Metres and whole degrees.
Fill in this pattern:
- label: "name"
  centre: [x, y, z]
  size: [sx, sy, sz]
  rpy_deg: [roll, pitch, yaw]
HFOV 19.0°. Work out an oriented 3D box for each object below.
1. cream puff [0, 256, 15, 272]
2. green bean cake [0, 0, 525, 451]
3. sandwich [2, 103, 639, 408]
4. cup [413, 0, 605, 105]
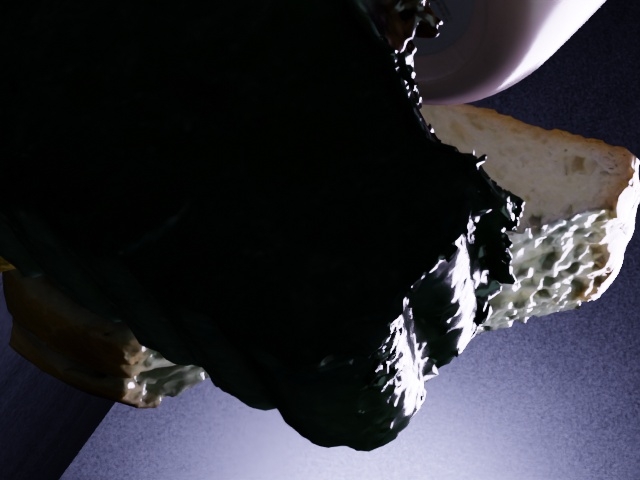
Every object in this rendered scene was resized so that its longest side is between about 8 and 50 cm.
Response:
- label: "cream puff"
  centre: [-0.131, -0.011, 0.755]
  size: [0.083, 0.058, 0.083]
  rpy_deg: [-52, 179, -19]
- label: "green bean cake"
  centre: [-0.012, -0.046, 0.659]
  size: [0.193, 0.208, 0.107]
  rpy_deg: [-51, 151, -20]
- label: "sandwich"
  centre: [-0.001, 0.004, 0.994]
  size: [0.254, 0.288, 0.099]
  rpy_deg: [-57, 163, -47]
- label: "cup"
  centre: [0.067, -0.203, 0.855]
  size: [0.200, 0.192, 0.252]
  rpy_deg: [-50, 147, -33]
